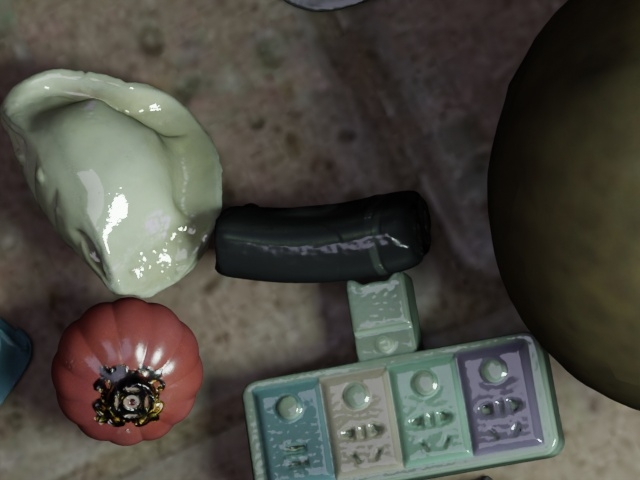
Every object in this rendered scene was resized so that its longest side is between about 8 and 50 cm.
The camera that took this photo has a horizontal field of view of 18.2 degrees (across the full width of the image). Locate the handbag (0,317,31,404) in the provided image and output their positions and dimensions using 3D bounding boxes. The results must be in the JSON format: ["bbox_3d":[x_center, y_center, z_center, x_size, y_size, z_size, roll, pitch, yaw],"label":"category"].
[{"bbox_3d":[-0.326,0.123,1.472,0.144,0.057,0.221,36,97,18],"label":"handbag"}]

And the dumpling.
[{"bbox_3d":[-0.139,-0.057,1.414,0.134,0.100,0.169,-30,55,-19],"label":"dumpling"}]

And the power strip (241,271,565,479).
[{"bbox_3d":[0.053,0.097,1.389,0.215,0.061,0.145,-10,79,11],"label":"power strip"}]

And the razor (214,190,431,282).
[{"bbox_3d":[0.000,0.000,1.382,0.148,0.090,0.054,-4,99,12],"label":"razor"}]

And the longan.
[{"bbox_3d":[0.247,-0.028,1.238,0.297,0.297,0.297,0,88,12],"label":"longan"}]

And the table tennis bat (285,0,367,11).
[{"bbox_3d":[0.053,-0.250,1.415,0.234,0.022,0.131,-26,81,13],"label":"table tennis bat"}]

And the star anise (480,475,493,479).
[{"bbox_3d":[0.081,0.233,1.340,0.195,0.065,0.182,34,59,17],"label":"star anise"}]

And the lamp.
[{"bbox_3d":[-0.136,0.093,1.408,0.107,0.092,0.107,-4,115,-9],"label":"lamp"}]
